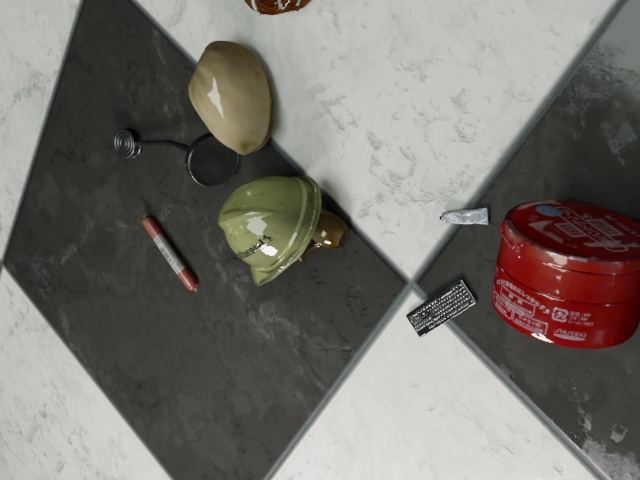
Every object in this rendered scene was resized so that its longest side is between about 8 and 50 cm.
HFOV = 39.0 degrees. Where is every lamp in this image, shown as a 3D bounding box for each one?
[{"bbox_3d":[-0.339,-0.198,1.913,0.371,0.108,0.130,20,115,35],"label":"lamp"}]

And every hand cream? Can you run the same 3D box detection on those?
[{"bbox_3d":[0.366,0.047,1.319,0.230,0.230,0.149,23,117,33],"label":"hand cream"},{"bbox_3d":[0.245,-0.041,1.534,0.093,0.019,0.030,-1,104,34],"label":"hand cream"}]

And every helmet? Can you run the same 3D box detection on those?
[{"bbox_3d":[-0.123,-0.035,1.718,0.257,0.137,0.204,-43,38,42],"label":"helmet"}]

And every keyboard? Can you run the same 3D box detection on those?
[{"bbox_3d":[0.215,0.123,1.622,0.155,0.010,0.053,-41,79,42],"label":"keyboard"}]

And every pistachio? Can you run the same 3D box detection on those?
[{"bbox_3d":[-0.170,-0.273,1.730,0.152,0.126,0.223,-15,98,7],"label":"pistachio"}]

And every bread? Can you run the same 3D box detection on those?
[{"bbox_3d":[-0.083,-0.479,1.603,0.160,0.073,0.160,23,126,36],"label":"bread"}]

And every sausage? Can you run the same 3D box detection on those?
[{"bbox_3d":[-0.342,0.028,2.053,0.223,0.029,0.029,54,132,12],"label":"sausage"}]

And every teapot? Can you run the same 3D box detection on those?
[{"bbox_3d":[0.000,0.000,1.706,0.080,0.110,0.085,27,164,17],"label":"teapot"}]
